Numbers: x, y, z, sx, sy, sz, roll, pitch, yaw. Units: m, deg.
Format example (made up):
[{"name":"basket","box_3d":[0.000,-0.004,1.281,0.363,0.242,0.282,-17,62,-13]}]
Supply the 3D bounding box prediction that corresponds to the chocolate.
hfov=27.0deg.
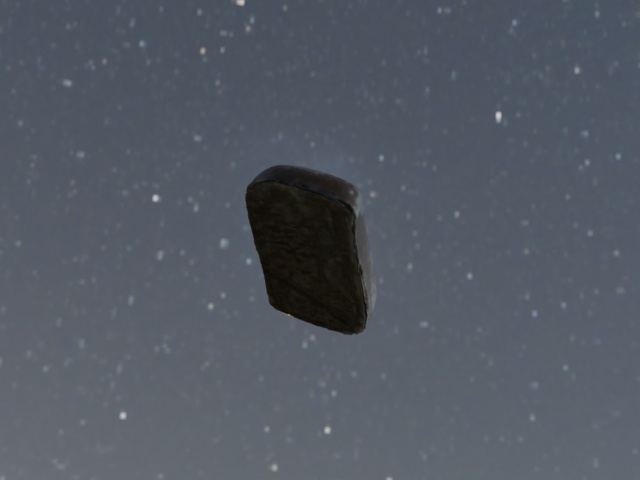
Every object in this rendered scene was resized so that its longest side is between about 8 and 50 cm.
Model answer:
[{"name":"chocolate","box_3d":[0.002,-0.001,1.642,0.157,0.080,0.254,18,-39,26]}]
